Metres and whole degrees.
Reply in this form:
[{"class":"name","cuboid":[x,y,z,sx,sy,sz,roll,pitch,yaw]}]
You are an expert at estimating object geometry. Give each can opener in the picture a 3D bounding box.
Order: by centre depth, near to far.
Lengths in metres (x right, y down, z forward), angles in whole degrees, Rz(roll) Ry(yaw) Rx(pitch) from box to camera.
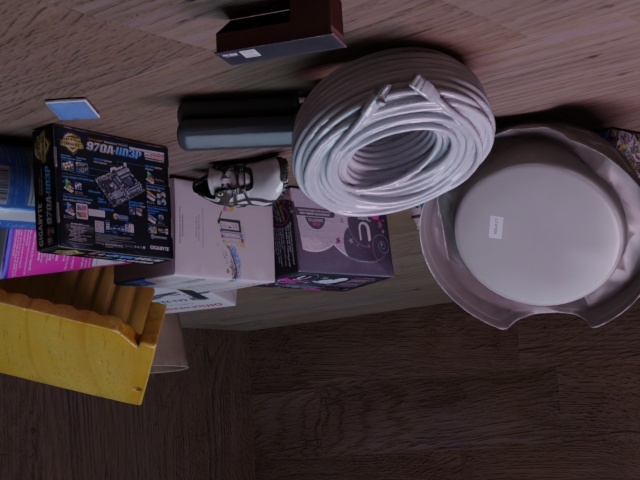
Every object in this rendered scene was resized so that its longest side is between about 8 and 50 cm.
[{"class":"can opener","cuboid":[-0.048,-0.167,1.564,0.280,0.074,0.093,-6,137,2]}]

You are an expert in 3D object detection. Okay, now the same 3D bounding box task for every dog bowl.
[{"class":"dog bowl","cuboid":[0.328,-0.025,1.809,0.348,0.349,0.102,-7,-152,21]}]

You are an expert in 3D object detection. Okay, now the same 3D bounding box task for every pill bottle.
[{"class":"pill bottle","cuboid":[-0.412,-0.076,1.767,0.221,0.124,0.124,4,168,-36]}]

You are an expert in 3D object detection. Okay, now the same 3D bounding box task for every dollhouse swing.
[{"class":"dollhouse swing","cuboid":[-0.438,0.082,2.104,0.346,0.305,0.315,15,144,-6]}]

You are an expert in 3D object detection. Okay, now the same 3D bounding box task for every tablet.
[{"class":"tablet","cuboid":[-0.324,-0.172,1.580,0.054,0.006,0.083,-3,170,2]}]

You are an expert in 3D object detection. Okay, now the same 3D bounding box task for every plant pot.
[{"class":"plant pot","cuboid":[-0.422,0.152,2.667,0.256,0.274,0.256,-2,171,0]}]

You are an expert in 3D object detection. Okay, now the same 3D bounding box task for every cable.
[{"class":"cable","cuboid":[0.085,-0.128,1.486,0.257,0.089,0.257,-35,146,32]}]

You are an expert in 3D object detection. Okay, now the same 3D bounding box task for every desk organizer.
[{"class":"desk organizer","cuboid":[-0.043,-0.220,1.250,0.130,0.050,0.047,-6,170,18]}]

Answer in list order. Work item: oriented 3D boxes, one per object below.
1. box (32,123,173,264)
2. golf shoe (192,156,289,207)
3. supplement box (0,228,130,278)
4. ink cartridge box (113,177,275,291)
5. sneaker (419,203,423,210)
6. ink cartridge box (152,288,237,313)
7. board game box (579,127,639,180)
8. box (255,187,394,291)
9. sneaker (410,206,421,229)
[{"class":"box","cuboid":[-0.308,-0.061,1.731,0.051,0.175,0.220,-13,167,38]},{"class":"golf shoe","cuboid":[-0.128,-0.090,1.928,0.094,0.077,0.198,5,167,-38]},{"class":"supplement box","cuboid":[-0.408,-0.025,1.908,0.220,0.111,0.114,-6,135,-32]},{"class":"ink cartridge box","cuboid":[-0.220,-0.004,2.119,0.171,0.168,0.232,-10,168,43]},{"class":"sneaker","cuboid":[0.174,-0.076,1.955,0.240,0.126,0.091,-12,167,41]},{"class":"ink cartridge box","cuboid":[-0.318,0.055,2.458,0.197,0.114,0.273,-8,158,28]},{"class":"board game box","cuboid":[0.490,-0.077,2.009,0.291,0.141,0.232,5,168,-38]},{"class":"box","cuboid":[0.000,0.000,2.241,0.247,0.163,0.142,6,163,-44]},{"class":"sneaker","cuboid":[0.220,-0.045,2.281,0.069,0.084,0.185,-10,168,33]}]
